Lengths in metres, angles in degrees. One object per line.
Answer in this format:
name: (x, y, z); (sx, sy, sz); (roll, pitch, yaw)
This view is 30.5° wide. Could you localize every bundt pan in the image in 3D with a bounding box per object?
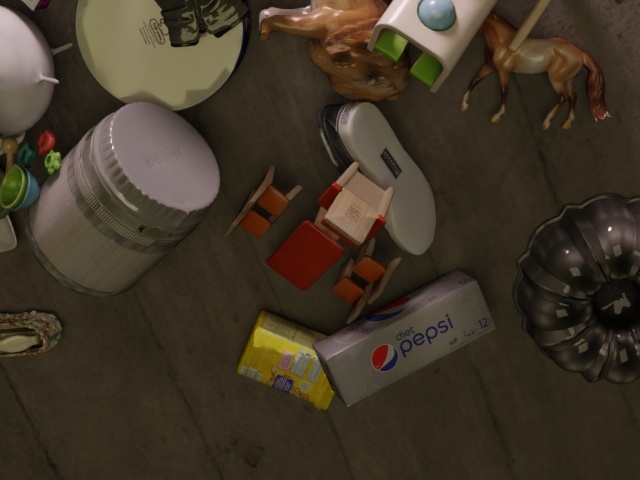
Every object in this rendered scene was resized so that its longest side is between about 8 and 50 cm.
bundt pan: (0.487, 0.094, 1.937); (0.330, 0.124, 0.331); (1, 108, 2)

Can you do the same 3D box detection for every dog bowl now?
dog bowl: (-0.243, -0.336, 1.829); (0.265, 0.104, 0.265); (1, 109, 2)

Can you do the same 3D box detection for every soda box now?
soda box: (0.138, 0.158, 1.945); (0.286, 0.091, 0.098); (-27, 107, -8)

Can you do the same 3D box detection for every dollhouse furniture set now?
dollhouse furniture set: (0.000, 0.000, 1.858); (0.262, 0.135, 0.259); (36, 140, -6)

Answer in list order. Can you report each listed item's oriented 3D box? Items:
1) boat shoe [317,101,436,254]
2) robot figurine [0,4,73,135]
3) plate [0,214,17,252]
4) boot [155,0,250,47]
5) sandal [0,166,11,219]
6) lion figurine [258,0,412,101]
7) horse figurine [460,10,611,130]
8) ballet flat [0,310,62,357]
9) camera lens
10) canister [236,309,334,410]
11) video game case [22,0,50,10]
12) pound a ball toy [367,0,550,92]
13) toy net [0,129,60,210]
boat shoe: (0.088, -0.099, 1.900); (0.108, 0.102, 0.301); (-53, 128, -25)
robot figurine: (-0.558, -0.248, 1.782); (0.353, 0.300, 0.200); (-6, 139, 4)
plate: (-0.669, -0.092, 1.956); (0.277, 0.045, 0.278); (-12, 107, 6)
boot: (-0.143, -0.395, 1.720); (0.246, 0.083, 0.161); (-25, 112, 15)
sandal: (-0.635, -0.115, 1.878); (0.302, 0.086, 0.120); (19, 107, -4)
lion figurine: (0.030, -0.407, 1.782); (0.240, 0.142, 0.392); (1, 104, -6)
horse figurine: (0.336, -0.265, 1.855); (0.263, 0.066, 0.174); (11, 114, 1)
ballet flat: (-0.566, 0.168, 2.021); (0.241, 0.077, 0.091); (-10, 108, 6)
camera lens: (-0.313, -0.058, 1.830); (0.219, 0.219, 0.274); (42, 127, -11)
canister: (-0.046, 0.203, 2.017); (0.170, 0.073, 0.126); (22, 107, -4)
video game case: (-0.425, -0.488, 1.698); (0.210, 0.042, 0.232); (42, 116, 6)
pound a ball toy: (0.242, -0.366, 1.724); (0.208, 0.136, 0.319); (34, 71, 1)
toy net: (-0.476, -0.145, 1.842); (0.045, 0.232, 0.122); (16, 116, -41)
